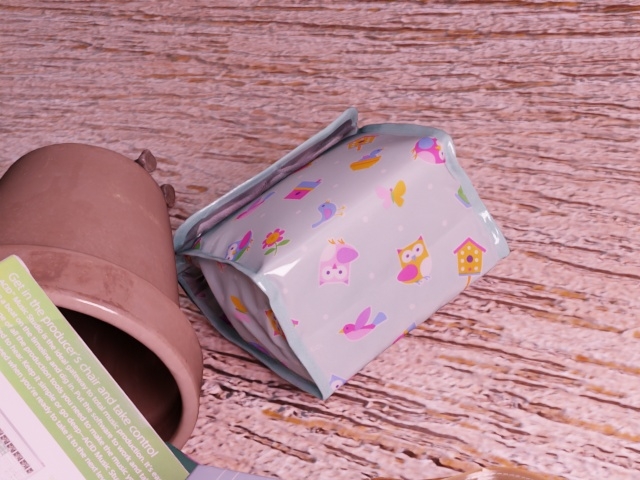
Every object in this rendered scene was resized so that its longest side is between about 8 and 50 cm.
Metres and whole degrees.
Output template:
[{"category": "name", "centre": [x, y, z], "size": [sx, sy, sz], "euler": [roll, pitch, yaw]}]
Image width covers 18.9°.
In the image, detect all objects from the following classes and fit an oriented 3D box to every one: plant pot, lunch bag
[{"category": "plant pot", "centre": [-0.218, 0.044, 1.619], "size": [0.263, 0.263, 0.229], "euler": [-11, 46, 19]}, {"category": "lunch bag", "centre": [0.000, 0.000, 1.695], "size": [0.223, 0.160, 0.262], "euler": [-36, 23, -15]}]

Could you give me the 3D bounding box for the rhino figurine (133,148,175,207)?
[{"category": "rhino figurine", "centre": [-0.247, -0.044, 1.907], "size": [0.106, 0.073, 0.243], "euler": [-12, -1, 25]}]

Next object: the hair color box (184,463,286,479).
[{"category": "hair color box", "centre": [0.064, 0.269, 1.213], "size": [0.374, 0.185, 0.113], "euler": [5, 40, 37]}]

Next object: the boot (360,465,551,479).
[{"category": "boot", "centre": [0.080, 0.202, 1.413], "size": [0.197, 0.073, 0.152], "euler": [8, -11, -17]}]

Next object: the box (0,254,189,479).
[{"category": "box", "centre": [-0.268, 0.179, 1.327], "size": [0.322, 0.232, 0.058], "euler": [-34, -10, -34]}]

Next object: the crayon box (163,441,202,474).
[{"category": "crayon box", "centre": [-0.162, 0.282, 1.413], "size": [0.278, 0.081, 0.165], "euler": [-35, 39, -26]}]
